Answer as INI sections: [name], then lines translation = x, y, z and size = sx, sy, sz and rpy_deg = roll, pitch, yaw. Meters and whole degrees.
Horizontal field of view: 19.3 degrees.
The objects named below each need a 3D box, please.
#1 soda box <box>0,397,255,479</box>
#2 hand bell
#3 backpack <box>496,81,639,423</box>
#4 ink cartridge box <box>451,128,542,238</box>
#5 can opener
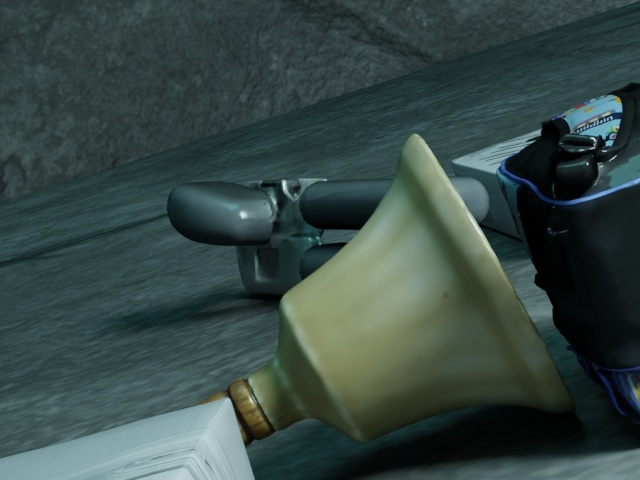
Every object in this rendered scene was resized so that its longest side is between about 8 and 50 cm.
[soda box]
translation = -0.075, 0.125, 0.414
size = 0.098, 0.091, 0.286
rpy_deg = -15, 9, 11
[hand bell]
translation = -0.034, 0.073, 0.742
size = 0.242, 0.126, 0.126
rpy_deg = -30, 8, 1
[backpack]
translation = 0.152, -0.010, 0.739
size = 0.158, 0.117, 0.173
rpy_deg = -18, 9, -3
[ink cartridge box]
translation = 0.154, -0.038, 1.153
size = 0.097, 0.046, 0.207
rpy_deg = -20, 9, -7
[can opener]
translation = 0.000, 0.000, 1.113
size = 0.093, 0.074, 0.280
rpy_deg = -3, 2, -31
